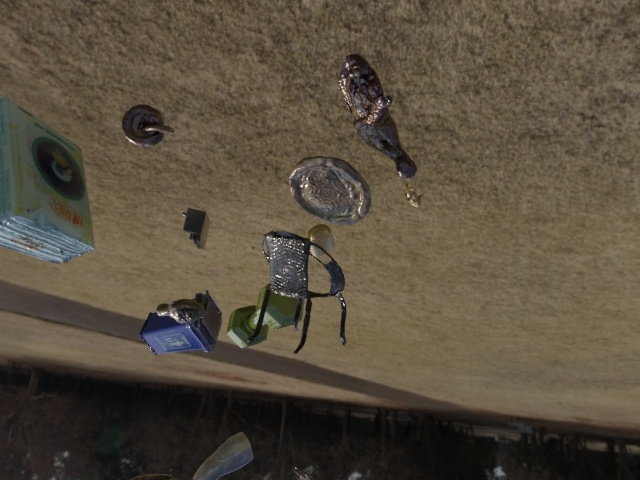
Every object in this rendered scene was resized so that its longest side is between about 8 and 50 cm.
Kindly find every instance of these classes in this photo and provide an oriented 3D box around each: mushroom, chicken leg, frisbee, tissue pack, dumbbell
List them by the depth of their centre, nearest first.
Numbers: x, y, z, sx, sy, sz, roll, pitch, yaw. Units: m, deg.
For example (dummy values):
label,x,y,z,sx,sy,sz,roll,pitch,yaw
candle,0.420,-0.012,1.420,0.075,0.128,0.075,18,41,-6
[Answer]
label,x,y,z,sx,sy,sz,roll,pitch,yaw
chicken leg,0.144,-0.303,1.084,0.083,0.177,0.322,-31,119,-11
dumbbell,-0.151,0.200,1.155,0.108,0.121,0.302,21,149,-21
tissue pack,-0.803,-0.157,1.228,0.162,0.387,0.287,-23,158,6
mushroom,-0.295,0.653,1.259,0.081,0.223,0.092,34,153,42
chicken leg,-0.418,0.201,1.275,0.198,0.068,0.085,-5,-172,40
mushroom,-0.557,-0.370,1.428,0.171,0.135,0.080,14,-163,10
frisbee,-0.073,0.909,1.692,0.110,0.014,0.110,-30,168,-7

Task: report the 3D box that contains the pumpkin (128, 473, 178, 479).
label,x,y,z,sx,sy,sz,roll,pitch,yaw
pumpkin,-0.647,1.025,1.583,0.364,0.265,0.363,-12,-169,2

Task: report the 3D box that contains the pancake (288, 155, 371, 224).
label,x,y,z,sx,sy,sz,roll,pitch,yaw
pancake,0.021,-0.134,1.222,0.250,0.031,0.250,14,143,11

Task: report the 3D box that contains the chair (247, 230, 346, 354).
label,x,y,z,sx,sy,sz,roll,pitch,yaw
chair,-0.039,0.089,0.805,0.175,0.212,0.149,6,-175,36

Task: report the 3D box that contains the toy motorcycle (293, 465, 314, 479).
label,x,y,z,sx,sy,sz,roll,pitch,yaw
toy motorcycle,0.089,0.709,1.092,0.401,0.134,0.207,24,130,12

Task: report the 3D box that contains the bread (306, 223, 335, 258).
label,x,y,z,sx,sy,sz,roll,pitch,yaw
bread,0.000,0.000,1.868,0.120,0.084,0.177,-23,144,-8

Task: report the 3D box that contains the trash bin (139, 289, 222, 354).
label,x,y,z,sx,sy,sz,roll,pitch,yaw
trash bin,-0.471,0.289,1.510,0.235,0.184,0.162,-15,123,13

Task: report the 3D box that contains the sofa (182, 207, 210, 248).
label,x,y,z,sx,sy,sz,roll,pitch,yaw
sofa,-0.330,-0.028,1.149,0.060,0.085,0.147,10,170,-8

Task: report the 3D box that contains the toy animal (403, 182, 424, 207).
label,x,y,z,sx,sy,sz,roll,pitch,yaw
toy animal,0.319,-0.153,1.509,0.061,0.081,0.083,-33,157,27
